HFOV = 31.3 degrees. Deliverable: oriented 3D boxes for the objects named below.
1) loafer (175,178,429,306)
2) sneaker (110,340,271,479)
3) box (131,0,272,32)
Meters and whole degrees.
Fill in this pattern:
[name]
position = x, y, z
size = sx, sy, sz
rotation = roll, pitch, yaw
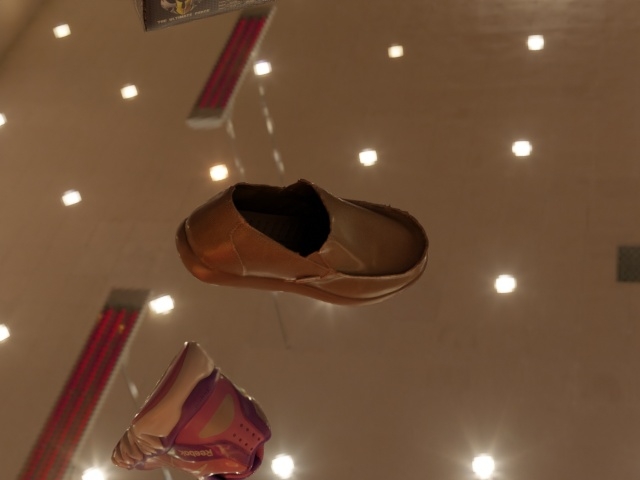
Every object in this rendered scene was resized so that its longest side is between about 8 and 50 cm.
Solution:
[loafer]
position = 0.000, 0.000, 0.594
size = 0.148, 0.050, 0.056
rotation = 0, -121, -31
[sneaker]
position = -0.098, 0.157, 0.916
size = 0.104, 0.236, 0.095
rotation = 33, -111, -4
[box]
position = -0.066, -0.281, 0.949
size = 0.232, 0.059, 0.183
rotation = -17, -116, -15
